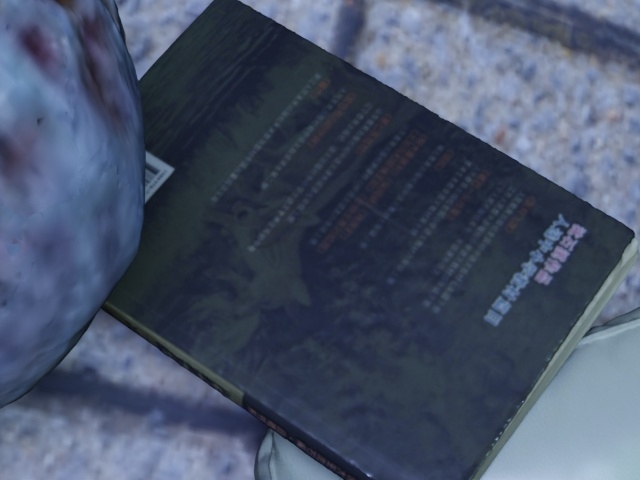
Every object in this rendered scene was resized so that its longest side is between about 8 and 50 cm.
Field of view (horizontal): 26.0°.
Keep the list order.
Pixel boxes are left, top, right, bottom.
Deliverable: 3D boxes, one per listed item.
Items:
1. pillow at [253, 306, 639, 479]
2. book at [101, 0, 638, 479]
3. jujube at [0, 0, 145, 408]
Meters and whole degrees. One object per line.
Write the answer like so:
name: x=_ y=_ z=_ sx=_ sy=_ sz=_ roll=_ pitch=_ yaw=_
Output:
pillow: x=0.123 y=0.200 z=0.600 sx=0.255 sy=0.120 sz=0.322 roll=-16 pitch=85 yaw=-2
book: x=0.000 y=0.000 z=0.596 sx=0.228 sy=0.024 sz=0.160 roll=32 pitch=67 yaw=18
jujube: x=-0.203 y=-0.056 z=0.462 sx=0.308 sy=0.246 sz=0.215 roll=30 pitch=46 yaw=-2
